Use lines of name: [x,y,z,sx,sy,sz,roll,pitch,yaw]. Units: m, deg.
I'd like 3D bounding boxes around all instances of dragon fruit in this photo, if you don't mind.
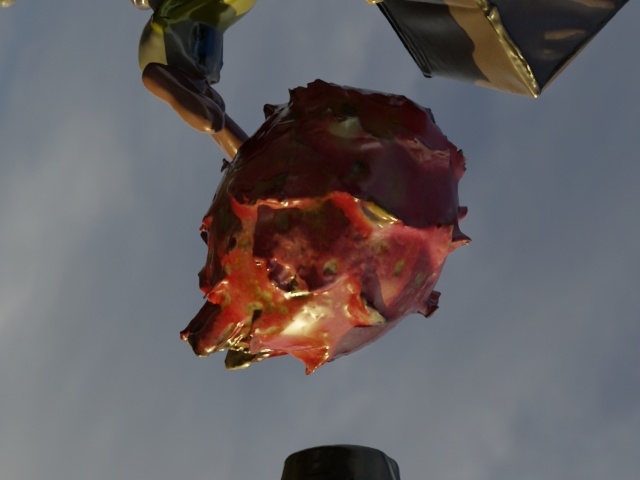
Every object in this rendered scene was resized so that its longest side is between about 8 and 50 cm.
dragon fruit: [0.000,0.000,1.404,0.268,0.210,0.205,-48,180,2]

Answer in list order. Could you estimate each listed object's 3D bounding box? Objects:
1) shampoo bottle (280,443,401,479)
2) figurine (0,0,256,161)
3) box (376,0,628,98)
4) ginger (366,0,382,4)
shampoo bottle: [0.011,0.325,1.503,0.350,0.126,0.084,-84,170,-49]
figurine: [-0.180,-0.246,1.525,0.421,0.154,0.193,43,-88,19]
box: [0.161,-0.263,1.375,0.252,0.188,0.153,-44,-152,-13]
ginger: [0.036,-0.209,0.954,0.067,0.096,0.165,11,-115,39]
